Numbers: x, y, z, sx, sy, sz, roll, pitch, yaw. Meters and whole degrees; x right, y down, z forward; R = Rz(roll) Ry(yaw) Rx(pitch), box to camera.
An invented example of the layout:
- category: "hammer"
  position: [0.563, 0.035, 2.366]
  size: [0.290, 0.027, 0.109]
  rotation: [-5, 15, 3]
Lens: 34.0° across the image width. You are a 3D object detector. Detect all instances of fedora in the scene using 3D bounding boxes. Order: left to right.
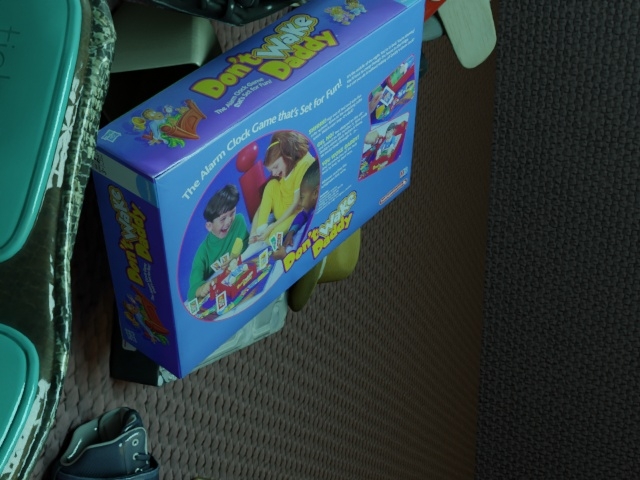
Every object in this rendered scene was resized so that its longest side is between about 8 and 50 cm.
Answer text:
- category: "fedora"
  position: [0.000, 0.000, 1.326]
  size: [0.194, 0.079, 0.194]
  rotation: [-178, -90, -72]

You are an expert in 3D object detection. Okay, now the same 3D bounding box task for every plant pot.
- category: "plant pot"
  position: [-0.140, -0.160, 0.947]
  size: [0.109, 0.109, 0.096]
  rotation: [65, 24, -58]

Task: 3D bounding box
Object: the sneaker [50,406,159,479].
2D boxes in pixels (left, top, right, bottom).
- category: "sneaker"
  position: [-0.140, 0.237, 0.968]
  size: [0.226, 0.086, 0.164]
  rotation: [2, 92, -28]

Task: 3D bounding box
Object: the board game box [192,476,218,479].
- category: "board game box"
  position: [-0.050, 0.495, 1.051]
  size: [0.356, 0.356, 0.356]
  rotation: [-22, 117, -69]

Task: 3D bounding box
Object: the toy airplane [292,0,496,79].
- category: "toy airplane"
  position: [0.131, -0.410, 1.388]
  size: [0.384, 0.272, 0.386]
  rotation: [-8, 123, -38]

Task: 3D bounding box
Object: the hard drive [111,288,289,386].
- category: "hard drive"
  position: [-0.112, 0.009, 1.149]
  size: [0.339, 0.064, 0.237]
  rotation: [-15, 111, -71]

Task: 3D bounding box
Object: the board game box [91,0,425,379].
- category: "board game box"
  position: [-0.041, -0.068, 0.956]
  size: [0.347, 0.078, 0.233]
  rotation: [-39, 146, -35]

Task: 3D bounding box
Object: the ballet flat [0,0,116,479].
- category: "ballet flat"
  position: [-0.230, 0.046, 0.697]
  size: [0.182, 0.164, 0.483]
  rotation: [92, 9, -70]

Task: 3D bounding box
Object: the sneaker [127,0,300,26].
- category: "sneaker"
  position: [-0.117, -0.225, 0.816]
  size: [0.276, 0.135, 0.098]
  rotation: [-3, 108, -42]

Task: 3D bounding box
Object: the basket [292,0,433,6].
- category: "basket"
  position: [-0.002, -0.422, 0.997]
  size: [0.331, 0.266, 0.328]
  rotation: [38, 61, -71]
